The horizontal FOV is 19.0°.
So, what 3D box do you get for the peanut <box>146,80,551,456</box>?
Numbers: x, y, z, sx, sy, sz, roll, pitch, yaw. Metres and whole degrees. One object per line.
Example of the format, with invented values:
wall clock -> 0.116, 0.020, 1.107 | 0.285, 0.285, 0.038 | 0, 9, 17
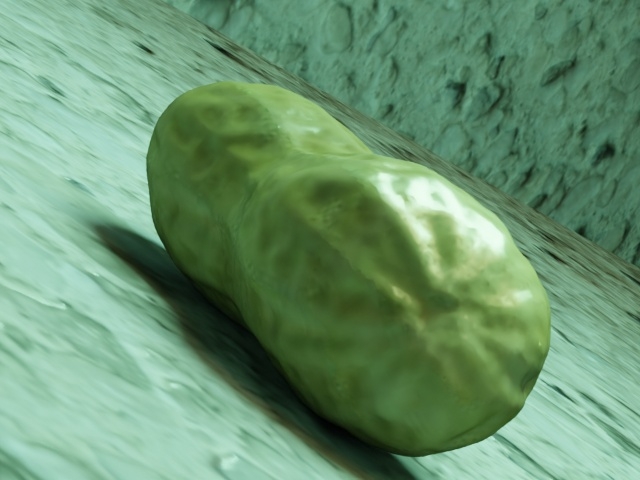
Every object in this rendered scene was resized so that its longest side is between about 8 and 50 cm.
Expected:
peanut -> 0.000, 0.000, 0.862 | 0.123, 0.123, 0.257 | 26, 10, -44
